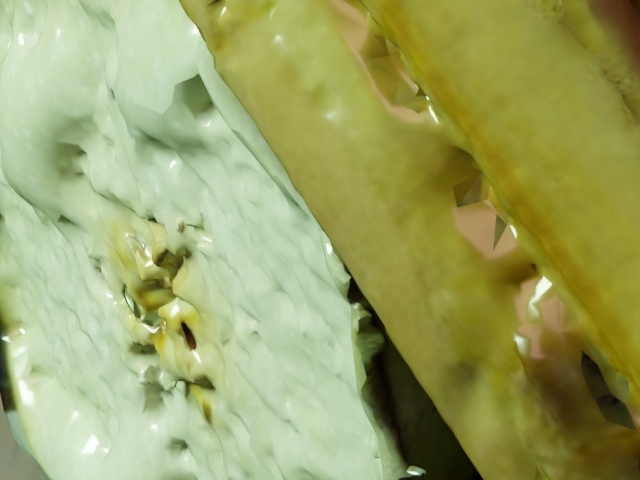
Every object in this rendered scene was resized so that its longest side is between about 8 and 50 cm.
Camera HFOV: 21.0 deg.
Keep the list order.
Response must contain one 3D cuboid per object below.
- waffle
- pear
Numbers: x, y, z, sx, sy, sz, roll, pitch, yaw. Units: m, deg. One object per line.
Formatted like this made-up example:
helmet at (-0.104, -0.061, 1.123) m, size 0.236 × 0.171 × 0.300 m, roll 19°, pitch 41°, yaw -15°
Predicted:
waffle at (0.123, 0.004, 0.429) m, size 0.224 × 0.098 × 0.328 m, roll -28°, pitch 84°, yaw -45°
pear at (0.002, 0.001, 0.559) m, size 0.178 × 0.267 × 0.267 m, roll -19°, pitch 44°, yaw -32°
